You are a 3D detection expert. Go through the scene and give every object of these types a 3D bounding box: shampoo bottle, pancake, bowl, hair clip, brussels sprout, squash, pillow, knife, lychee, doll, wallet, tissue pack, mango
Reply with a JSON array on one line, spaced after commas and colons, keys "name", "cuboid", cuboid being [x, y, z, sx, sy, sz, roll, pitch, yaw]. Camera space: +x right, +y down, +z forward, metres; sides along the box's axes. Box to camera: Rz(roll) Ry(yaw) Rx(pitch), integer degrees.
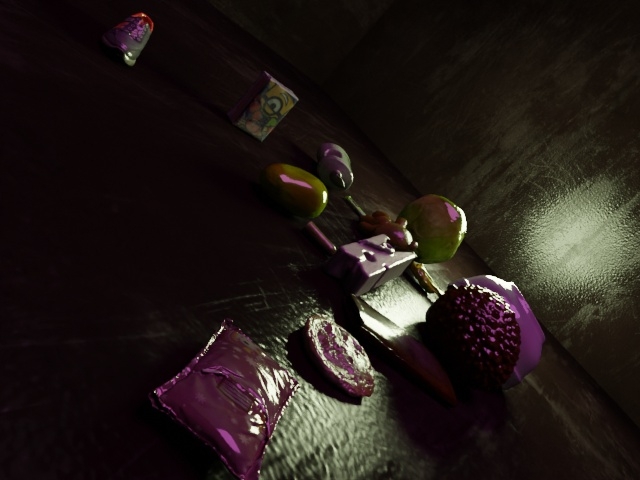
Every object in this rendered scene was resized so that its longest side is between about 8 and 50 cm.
[{"name": "shampoo bottle", "cuboid": [0.042, -0.214, 1.528, 0.118, 0.087, 0.234, 42, 17, -17]}, {"name": "pancake", "cuboid": [0.027, 0.160, 0.727, 0.139, 0.022, 0.139, 39, 18, -15]}, {"name": "bowl", "cuboid": [0.440, 0.202, 1.250, 0.287, 0.143, 0.287, 56, 13, -20]}, {"name": "hair clip", "cuboid": [0.111, 0.043, 1.090, 0.101, 0.085, 0.331, 47, 18, 14]}, {"name": "brussels sprout", "cuboid": [0.328, -0.033, 1.545, 0.223, 0.223, 0.161, 43, 12, -5]}, {"name": "squash", "cuboid": [0.000, 0.000, 1.035, 0.083, 0.027, 0.027, 47, 17, 5]}, {"name": "pillow", "cuboid": [-0.082, 0.144, 0.486, 0.118, 0.043, 0.185, 39, 14, 3]}, {"name": "knife", "cuboid": [0.138, -0.053, 1.502, 0.212, 0.015, 0.054, 51, 26, 16]}, {"name": "lychee", "cuboid": [0.308, 0.185, 1.041, 0.200, 0.200, 0.238, 33, 33, -35]}, {"name": "hair clip", "cuboid": [0.310, 0.126, 1.421, 0.173, 0.046, 0.072, 45, 14, -4]}, {"name": "doll", "cuboid": [0.171, -0.018, 1.382, 0.137, 0.097, 0.209, -1, 24, -12]}, {"name": "wallet", "cuboid": [0.143, 0.189, 0.918, 0.255, 0.031, 0.137, 40, 14, -20]}, {"name": "tissue pack", "cuboid": [-0.142, -0.329, 1.268, 0.108, 0.148, 0.060, 25, 27, -47]}, {"name": "mango", "cuboid": [-0.054, -0.108, 1.054, 0.163, 0.089, 0.117, 31, 21, -36]}]

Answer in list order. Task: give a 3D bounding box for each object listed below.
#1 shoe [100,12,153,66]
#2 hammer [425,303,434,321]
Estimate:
[{"name": "shoe", "cuboid": [-0.382, -0.413, 1.031, 0.074, 0.077, 0.194, 37, 18, -26]}, {"name": "hammer", "cuboid": [0.322, 0.229, 1.186, 0.194, 0.069, 0.116, 57, 19, 22]}]
